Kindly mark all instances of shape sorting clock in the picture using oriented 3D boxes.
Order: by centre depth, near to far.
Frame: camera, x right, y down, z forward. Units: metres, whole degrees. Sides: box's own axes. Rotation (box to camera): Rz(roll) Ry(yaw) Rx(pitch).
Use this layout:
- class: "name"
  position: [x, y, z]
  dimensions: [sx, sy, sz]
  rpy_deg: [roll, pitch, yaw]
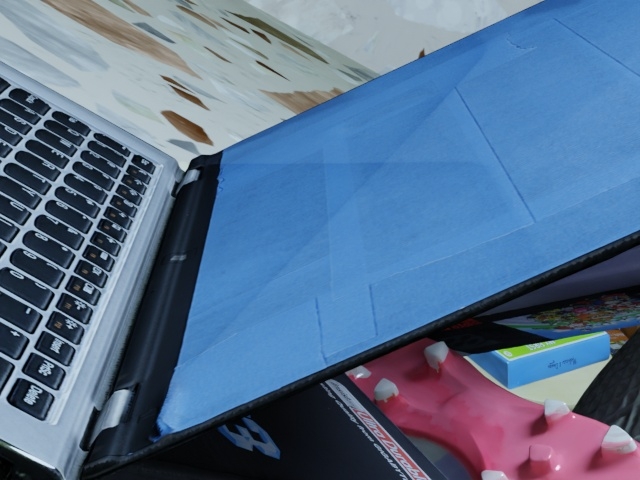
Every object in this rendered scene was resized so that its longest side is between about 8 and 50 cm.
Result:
- class: "shape sorting clock"
  position: [0.130, 0.066, 1.085]
  dimensions: [0.206, 0.040, 0.206]
  rpy_deg: [17, 22, -7]

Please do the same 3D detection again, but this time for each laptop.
- class: "laptop"
  position: [-0.061, -0.096, 0.528]
  dimensions: [0.408, 0.236, 0.382]
  rpy_deg: [30, 13, -8]

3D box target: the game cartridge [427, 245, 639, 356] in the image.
- class: "game cartridge"
  position: [0.114, 0.009, 0.791]
  dimensions: [0.355, 0.068, 0.230]
  rpy_deg: [-14, -24, 38]

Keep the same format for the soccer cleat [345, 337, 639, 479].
- class: "soccer cleat"
  position: [0.090, 0.119, 0.654]
  dimensions: [0.248, 0.083, 0.095]
  rpy_deg: [32, -29, 51]

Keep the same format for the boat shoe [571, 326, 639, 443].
- class: "boat shoe"
  position: [0.221, 0.178, 0.586]
  dimensions: [0.156, 0.187, 0.500]
  rpy_deg: [35, 13, -19]

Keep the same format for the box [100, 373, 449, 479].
- class: "box"
  position: [-0.115, 0.039, 0.592]
  dimensions: [0.293, 0.073, 0.295]
  rpy_deg: [19, 17, -41]

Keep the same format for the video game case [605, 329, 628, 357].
- class: "video game case"
  position: [0.245, 0.106, 1.255]
  dimensions: [0.248, 0.035, 0.275]
  rpy_deg: [35, 12, 22]

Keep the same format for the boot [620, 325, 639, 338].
- class: "boot"
  position: [0.308, 0.093, 1.089]
  dimensions: [0.283, 0.109, 0.220]
  rpy_deg: [23, 19, -48]
